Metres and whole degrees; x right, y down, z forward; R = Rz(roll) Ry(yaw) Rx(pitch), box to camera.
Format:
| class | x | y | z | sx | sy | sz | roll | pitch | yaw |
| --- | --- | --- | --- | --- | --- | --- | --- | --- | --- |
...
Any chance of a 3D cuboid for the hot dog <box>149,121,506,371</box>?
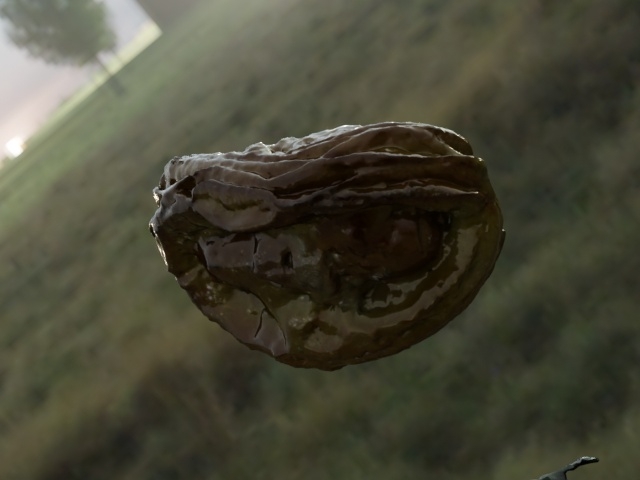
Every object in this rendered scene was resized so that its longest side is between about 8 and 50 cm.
| class | x | y | z | sx | sy | sz | roll | pitch | yaw |
| --- | --- | --- | --- | --- | --- | --- | --- | --- | --- |
| hot dog | -0.003 | 0.002 | 1.231 | 0.259 | 0.175 | 0.114 | -8 | 34 | 42 |

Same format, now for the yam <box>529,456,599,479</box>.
| class | x | y | z | sx | sy | sz | roll | pitch | yaw |
| --- | --- | --- | --- | --- | --- | --- | --- | --- | --- |
| yam | 0.068 | 0.233 | 0.927 | 0.241 | 0.241 | 0.348 | -42 | 1 | -15 |
